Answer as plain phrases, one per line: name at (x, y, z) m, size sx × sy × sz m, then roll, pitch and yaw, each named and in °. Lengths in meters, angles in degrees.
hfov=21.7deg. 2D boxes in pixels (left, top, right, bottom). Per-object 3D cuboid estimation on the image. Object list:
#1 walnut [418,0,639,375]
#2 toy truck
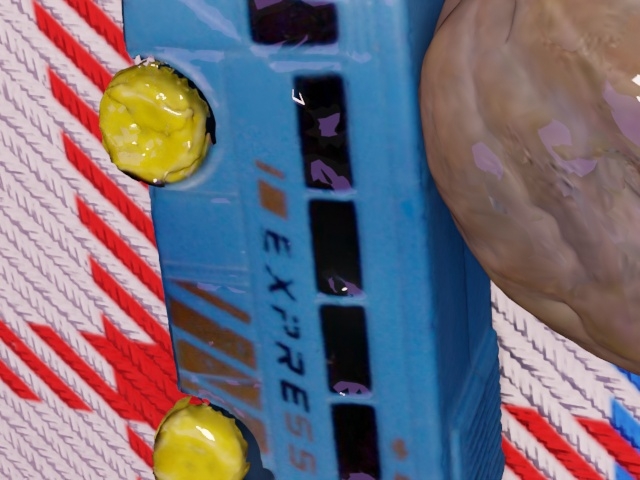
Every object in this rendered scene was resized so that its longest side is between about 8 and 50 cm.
walnut at (0.152, -0.050, 0.686) m, size 0.224 × 0.224 × 0.224 m, roll 15°, pitch 124°, yaw 24°
toy truck at (0.000, 0.000, 0.840) m, size 0.162 × 0.161 × 0.385 m, roll 3°, pitch 119°, yaw 17°
